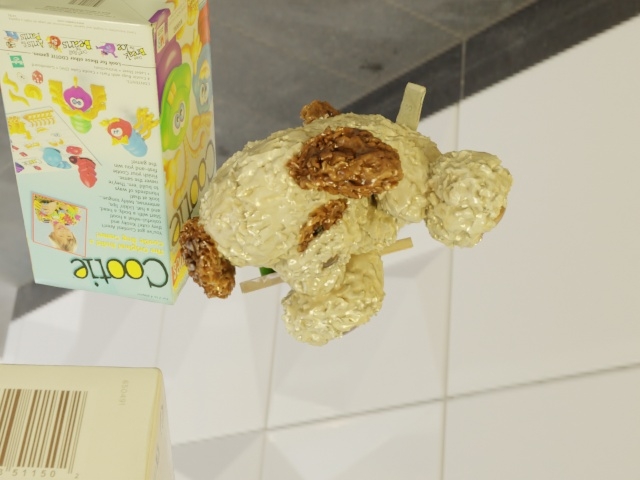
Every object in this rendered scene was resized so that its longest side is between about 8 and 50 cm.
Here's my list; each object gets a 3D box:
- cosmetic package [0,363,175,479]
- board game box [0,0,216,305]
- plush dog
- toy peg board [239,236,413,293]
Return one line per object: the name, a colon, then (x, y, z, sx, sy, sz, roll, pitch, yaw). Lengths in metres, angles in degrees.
cosmetic package: (-0.254, 0.312, 0.995, 0.230, 0.162, 0.453, 1, 137, -1)
board game box: (-0.183, -0.101, 0.952, 0.144, 0.142, 0.275, 9, 126, 10)
plush dog: (-0.002, -0.039, 0.899, 0.262, 0.211, 0.225, -37, 165, 29)
toy peg board: (0.000, 0.000, 1.300, 0.160, 0.079, 0.161, -17, 178, 36)
